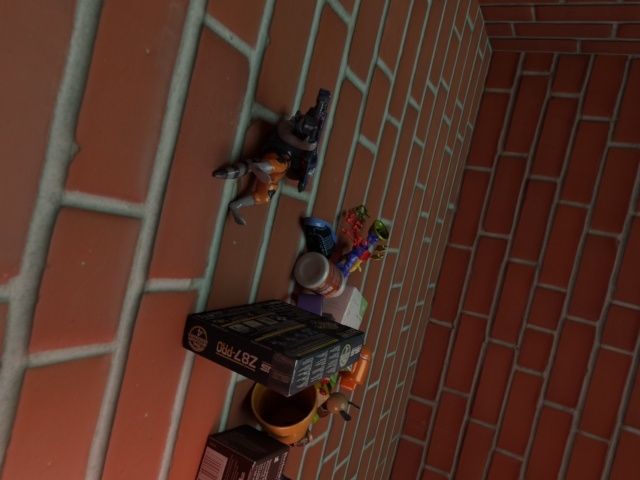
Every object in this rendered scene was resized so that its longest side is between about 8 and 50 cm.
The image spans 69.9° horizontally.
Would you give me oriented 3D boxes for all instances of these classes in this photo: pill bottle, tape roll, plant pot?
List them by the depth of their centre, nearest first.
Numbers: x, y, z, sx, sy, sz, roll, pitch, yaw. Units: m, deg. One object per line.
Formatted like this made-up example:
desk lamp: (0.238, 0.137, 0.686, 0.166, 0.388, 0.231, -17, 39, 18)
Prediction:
plant pot: (-0.107, 0.542, 1.455, 0.205, 0.205, 0.188, -51, 150, -40)
tape roll: (-0.038, 0.270, 1.500, 0.189, 0.080, 0.189, 5, 90, -88)
pill bottle: (0.007, 0.126, 1.550, 0.216, 0.121, 0.121, 40, 67, -60)

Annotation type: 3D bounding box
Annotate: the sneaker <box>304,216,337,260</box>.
sneaker: (0.000, 0.000, 1.521, 0.232, 0.081, 0.091, 47, 54, -60)

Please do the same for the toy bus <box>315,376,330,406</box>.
toy bus: (-0.068, 0.510, 1.609, 0.104, 0.190, 0.202, -118, -155, -61)

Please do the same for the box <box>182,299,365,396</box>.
box: (-0.101, 0.256, 1.195, 0.395, 0.318, 0.097, 3, 100, -63)

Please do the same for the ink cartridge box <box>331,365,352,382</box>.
ink cartridge box: (0.091, 0.466, 1.876, 0.109, 0.062, 0.209, 57, 40, -43)

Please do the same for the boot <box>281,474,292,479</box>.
boot: (-0.159, 0.941, 1.662, 0.069, 0.086, 0.190, -4, 106, -62)

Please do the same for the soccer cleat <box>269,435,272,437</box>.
soccer cleat: (-0.196, 0.809, 1.517, 0.116, 0.108, 0.319, 21, 82, -67)

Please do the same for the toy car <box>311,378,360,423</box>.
toy car: (0.057, 0.661, 1.827, 0.155, 0.188, 0.149, -31, 129, -54)

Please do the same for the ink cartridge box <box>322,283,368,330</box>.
ink cartridge box: (0.049, 0.355, 1.741, 0.354, 0.119, 0.207, -67, 152, -16)

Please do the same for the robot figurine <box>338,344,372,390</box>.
robot figurine: (0.152, 0.549, 2.024, 0.158, 0.128, 0.220, 33, 74, -40)

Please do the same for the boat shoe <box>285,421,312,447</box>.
boat shoe: (-0.100, 0.666, 1.579, 0.073, 0.207, 0.073, -14, 81, -26)

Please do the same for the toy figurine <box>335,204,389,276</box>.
toy figurine: (0.118, 0.030, 1.750, 0.217, 0.191, 0.362, -49, 180, 25)

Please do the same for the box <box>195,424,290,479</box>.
box: (-0.223, 0.658, 1.317, 0.203, 0.166, 0.169, 23, 82, -63)

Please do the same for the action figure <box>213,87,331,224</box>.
action figure: (-0.098, -0.235, 1.133, 0.330, 0.178, 0.341, -57, 173, -41)
